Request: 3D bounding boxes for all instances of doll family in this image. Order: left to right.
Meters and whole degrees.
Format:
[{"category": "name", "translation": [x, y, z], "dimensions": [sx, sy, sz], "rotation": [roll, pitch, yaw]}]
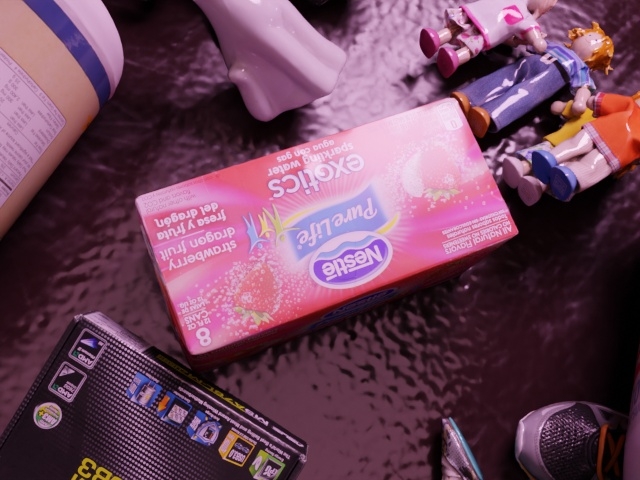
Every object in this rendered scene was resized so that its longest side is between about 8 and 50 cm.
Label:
[{"category": "doll family", "translation": [0.216, -0.131, 0.663], "dimensions": [0.163, 0.118, 0.263], "rotation": [-29, 62, -9]}]

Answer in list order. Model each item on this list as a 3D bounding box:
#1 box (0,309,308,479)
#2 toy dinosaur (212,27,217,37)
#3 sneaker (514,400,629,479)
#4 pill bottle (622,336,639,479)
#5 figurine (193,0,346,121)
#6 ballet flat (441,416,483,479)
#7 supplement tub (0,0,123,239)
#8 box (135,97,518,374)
[{"category": "box", "translation": [-0.134, 0.175, 0.516], "dimensions": [0.191, 0.045, 0.184], "rotation": [33, 89, 1]}, {"category": "toy dinosaur", "translation": [-0.126, -0.316, 0.648], "dimensions": [0.160, 0.121, 0.313], "rotation": [-32, 78, -9]}, {"category": "sneaker", "translation": [0.262, 0.178, 0.581], "dimensions": [0.215, 0.083, 0.084], "rotation": [13, 74, -3]}, {"category": "pill bottle", "translation": [0.358, 0.032, 0.519], "dimensions": [0.229, 0.229, 0.407], "rotation": [29, 51, 1]}, {"category": "figurine", "translation": [-0.055, -0.239, 0.592], "dimensions": [0.209, 0.092, 0.214], "rotation": [39, 65, -40]}, {"category": "ballet flat", "translation": [0.119, 0.197, 0.578], "dimensions": [0.041, 0.041, 0.114], "rotation": [-31, 80, -15]}, {"category": "supplement tub", "translation": [-0.311, -0.073, 0.492], "dimensions": [0.228, 0.228, 0.316], "rotation": [31, 72, 1]}, {"category": "box", "translation": [0.000, 0.000, 0.570], "dimensions": [0.257, 0.128, 0.122], "rotation": [-19, 77, -14]}]
